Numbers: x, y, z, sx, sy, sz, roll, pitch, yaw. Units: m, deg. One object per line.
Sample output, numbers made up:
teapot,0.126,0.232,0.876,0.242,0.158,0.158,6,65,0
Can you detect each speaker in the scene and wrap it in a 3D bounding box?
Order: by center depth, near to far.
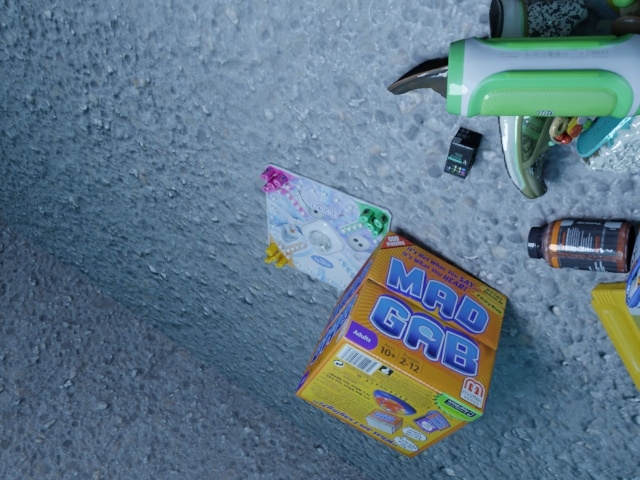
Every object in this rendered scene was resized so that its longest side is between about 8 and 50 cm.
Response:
speaker,0.347,-0.251,0.884,0.296,0.131,0.131,3,133,13

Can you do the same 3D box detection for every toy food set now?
toy food set,0.483,-0.346,0.839,0.128,0.071,0.218,13,166,16
toy food set,0.438,-0.205,1.006,0.083,0.082,0.020,35,-166,-44

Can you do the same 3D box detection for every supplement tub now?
supplement tub,0.541,0.010,1.202,0.197,0.106,0.106,5,131,35

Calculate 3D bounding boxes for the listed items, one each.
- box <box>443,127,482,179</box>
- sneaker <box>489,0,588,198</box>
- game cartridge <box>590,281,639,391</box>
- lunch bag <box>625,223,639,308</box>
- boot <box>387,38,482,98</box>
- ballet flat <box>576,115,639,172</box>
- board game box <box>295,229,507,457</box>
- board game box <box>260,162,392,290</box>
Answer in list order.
box,0.304,-0.186,1.230,0.052,0.062,0.083,22,140,18
sneaker,0.414,-0.245,1.037,0.181,0.158,0.411,-5,132,20
game cartridge,0.741,0.212,1.179,0.285,0.052,0.323,59,157,-7
lunch bag,0.627,-0.021,0.991,0.114,0.243,0.304,20,139,22
boot,0.239,-0.307,1.146,0.219,0.082,0.106,-13,117,43
ballet flat,0.579,-0.248,0.910,0.147,0.147,0.409,35,148,5
board game box,0.205,0.273,1.486,0.356,0.356,0.356,29,139,-2
board game box,0.000,0.000,1.671,0.389,0.050,0.390,24,140,19
